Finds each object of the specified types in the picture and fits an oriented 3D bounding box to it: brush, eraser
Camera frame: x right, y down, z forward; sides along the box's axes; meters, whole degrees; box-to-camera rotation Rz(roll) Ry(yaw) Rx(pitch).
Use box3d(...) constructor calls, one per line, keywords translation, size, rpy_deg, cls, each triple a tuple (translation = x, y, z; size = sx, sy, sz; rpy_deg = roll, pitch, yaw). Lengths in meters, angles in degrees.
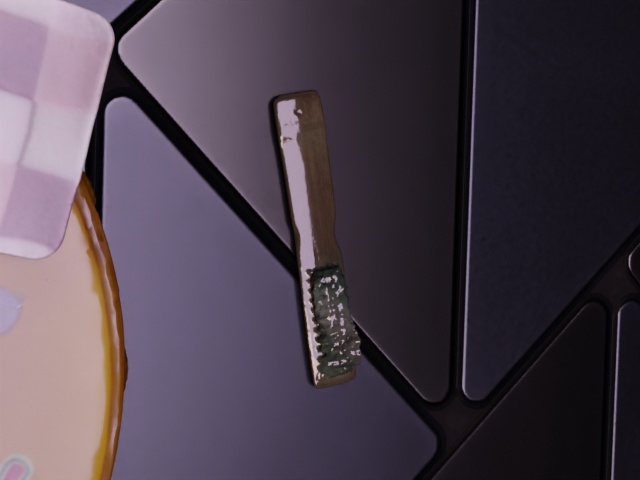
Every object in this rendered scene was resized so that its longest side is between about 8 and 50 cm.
box3d(translation=(0.000, 0.000, 0.755), size=(0.034, 0.027, 0.190), rpy_deg=(-10, 95, -23), cls="brush")
box3d(translation=(-0.126, -0.048, 0.480), size=(0.065, 0.026, 0.105), rpy_deg=(14, 86, -25), cls="eraser")

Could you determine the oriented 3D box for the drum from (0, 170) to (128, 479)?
box3d(translation=(-0.307, 0.056, 0.537), size=(0.431, 0.214, 0.431), rpy_deg=(-1, 92, -22), cls="drum")
